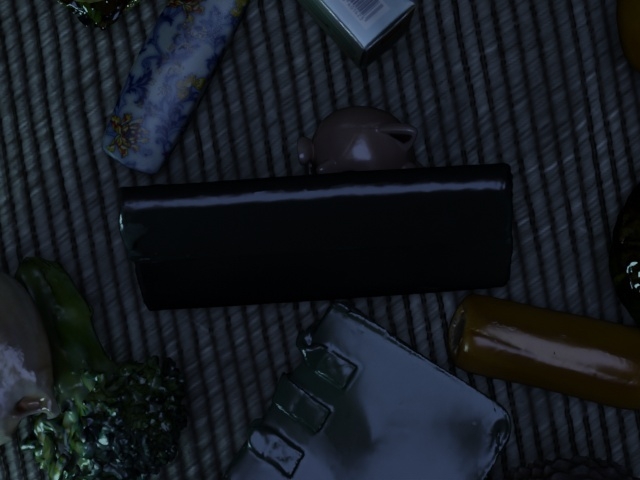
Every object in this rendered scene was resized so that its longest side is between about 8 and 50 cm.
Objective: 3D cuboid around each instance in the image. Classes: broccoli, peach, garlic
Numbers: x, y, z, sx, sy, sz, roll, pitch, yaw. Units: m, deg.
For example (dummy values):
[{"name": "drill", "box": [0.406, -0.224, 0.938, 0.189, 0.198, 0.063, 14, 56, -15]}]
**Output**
[{"name": "broccoli", "box": [-0.264, 0.164, 1.692, 0.275, 0.177, 0.198, 44, 128, 30]}, {"name": "peach", "box": [0.388, -0.247, 1.663, 0.138, 0.138, 0.138, 0, 89, 2]}, {"name": "garlic", "box": [-0.380, 0.135, 1.640, 0.228, 0.110, 0.217, 1, 83, 44]}]

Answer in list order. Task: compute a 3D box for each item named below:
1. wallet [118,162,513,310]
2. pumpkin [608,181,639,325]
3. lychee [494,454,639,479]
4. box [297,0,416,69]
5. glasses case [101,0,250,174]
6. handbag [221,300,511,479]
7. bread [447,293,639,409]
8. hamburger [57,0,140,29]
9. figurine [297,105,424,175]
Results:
[{"name": "wallet", "box": [0.000, 0.001, 1.628, 0.406, 0.228, 0.062, -5, 62, 2]}, {"name": "pumpkin", "box": [0.427, 0.008, 1.632, 0.238, 0.159, 0.238, -1, 77, 6]}, {"name": "lychee", "box": [0.256, 0.362, 1.572, 0.300, 0.300, 0.300, 0, 89, 2]}, {"name": "box", "box": [-0.012, -0.317, 1.675, 0.079, 0.135, 0.269, -41, 88, -3]}, {"name": "glasses case", "box": [-0.163, -0.194, 1.709, 0.087, 0.065, 0.248, 27, 91, 4]}, {"name": "handbag", "box": [0.051, 0.229, 1.687, 0.260, 0.079, 0.247, 33, 92, 5]}, {"name": "bread", "box": [0.260, 0.124, 1.686, 0.239, 0.074, 0.093, 12, 94, 2]}, {"name": "hamburger", "box": [-0.257, -0.356, 1.700, 0.206, 0.130, 0.183, 43, 92, -17]}, {"name": "figurine", "box": [0.047, -0.087, 1.671, 0.138, 0.125, 0.125, -1, 89, 9]}]
